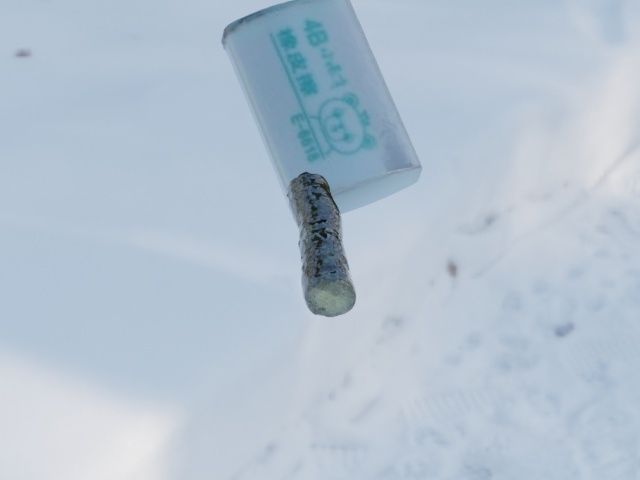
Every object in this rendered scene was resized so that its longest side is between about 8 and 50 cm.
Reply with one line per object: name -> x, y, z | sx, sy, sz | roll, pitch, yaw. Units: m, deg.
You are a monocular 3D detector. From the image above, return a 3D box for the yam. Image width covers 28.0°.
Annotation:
yam -> 0.000, 0.000, 1.479 | 0.061, 0.061, 0.253 | 0, 31, -7

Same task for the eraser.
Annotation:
eraser -> 0.000, -0.185, 1.755 | 0.189, 0.104, 0.290 | -18, 73, -13
